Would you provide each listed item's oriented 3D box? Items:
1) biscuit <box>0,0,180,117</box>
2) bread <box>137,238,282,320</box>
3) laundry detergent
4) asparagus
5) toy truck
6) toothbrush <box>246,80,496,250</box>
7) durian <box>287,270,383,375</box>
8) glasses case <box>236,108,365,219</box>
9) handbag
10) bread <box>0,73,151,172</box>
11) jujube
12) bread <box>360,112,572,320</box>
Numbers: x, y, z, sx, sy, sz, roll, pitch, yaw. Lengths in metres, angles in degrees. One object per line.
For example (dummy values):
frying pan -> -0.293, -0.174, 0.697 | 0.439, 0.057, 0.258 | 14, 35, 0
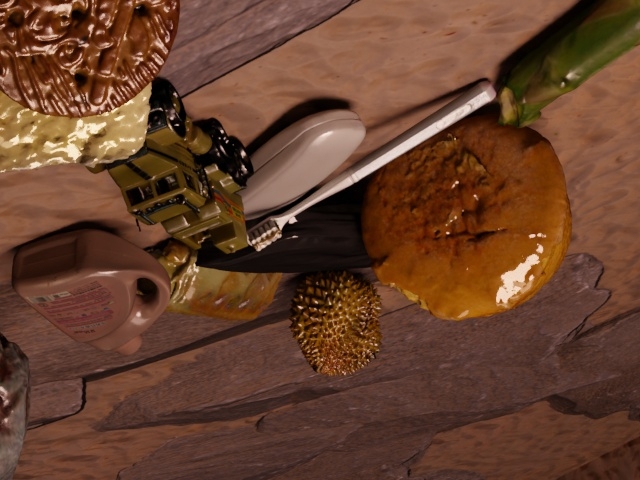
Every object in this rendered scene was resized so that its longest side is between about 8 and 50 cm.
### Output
biscuit -> -0.208, -0.196, 1.347 | 0.188, 0.188, 0.027 | -8, -160, -21
bread -> -0.147, 0.061, 2.112 | 0.128, 0.088, 0.232 | -36, 152, 21
laundry detergent -> -0.261, 0.072, 1.987 | 0.171, 0.076, 0.237 | -14, 146, 19
asparagus -> 0.299, -0.218, 1.757 | 0.343, 0.082, 0.085 | -33, 167, 39
toy truck -> -0.165, -0.069, 1.728 | 0.127, 0.127, 0.257 | -20, 155, 13
toothbrush -> 0.058, -0.089, 1.863 | 0.342, 0.030, 0.025 | -33, 119, 2
durian -> 0.023, 0.115, 2.286 | 0.137, 0.168, 0.158 | -13, 149, 43
glasses case -> -0.038, -0.086, 1.857 | 0.092, 0.059, 0.233 | -4, 158, -40
handbag -> 0.002, 0.000, 2.052 | 0.191, 0.075, 0.332 | -19, 170, 38
bread -> -0.393, -0.161, 1.472 | 0.346, 0.242, 0.405 | -5, -170, -35
jujube -> -0.486, 0.222, 2.045 | 0.215, 0.246, 0.308 | 9, 147, -10
bread -> 0.189, -0.022, 1.932 | 0.268, 0.268, 0.146 | -24, 162, 19
